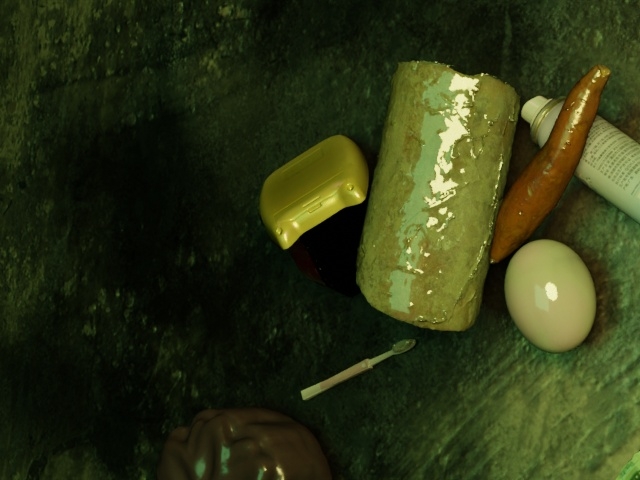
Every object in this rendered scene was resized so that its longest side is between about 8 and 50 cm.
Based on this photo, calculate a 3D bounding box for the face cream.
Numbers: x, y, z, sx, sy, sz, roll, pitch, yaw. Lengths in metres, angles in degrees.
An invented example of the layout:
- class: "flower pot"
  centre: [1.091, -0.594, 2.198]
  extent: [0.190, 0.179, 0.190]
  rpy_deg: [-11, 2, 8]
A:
- class: "face cream"
  centre: [0.324, -0.095, 1.462]
  extent: [0.229, 0.075, 0.075]
  rpy_deg: [43, 111, 31]

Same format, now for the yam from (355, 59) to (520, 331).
- class: "yam"
  centre: [0.139, -0.054, 1.539]
  extent: [0.168, 0.168, 0.304]
  rpy_deg: [14, 94, 36]

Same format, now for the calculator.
- class: "calculator"
  centre: [-0.014, -0.073, 1.642]
  extent: [0.157, 0.236, 0.033]
  rpy_deg: [-33, 111, 7]

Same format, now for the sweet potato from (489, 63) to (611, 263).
- class: "sweet potato"
  centre: [0.258, -0.078, 1.441]
  extent: [0.057, 0.057, 0.265]
  rpy_deg: [46, 121, 29]

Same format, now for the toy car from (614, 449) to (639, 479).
- class: "toy car"
  centre: [0.401, 0.304, 1.387]
  extent: [0.186, 0.058, 0.093]
  rpy_deg: [44, 110, 31]

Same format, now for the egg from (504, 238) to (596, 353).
- class: "egg"
  centre: [0.266, 0.064, 1.474]
  extent: [0.103, 0.103, 0.135]
  rpy_deg: [-24, 70, 33]

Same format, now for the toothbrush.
- class: "toothbrush"
  centre: [0.048, 0.170, 1.682]
  extent: [0.194, 0.017, 0.014]
  rpy_deg: [-31, 64, 33]

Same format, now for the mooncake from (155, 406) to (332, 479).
- class: "mooncake"
  centre: [-0.117, 0.362, 1.716]
  extent: [0.283, 0.141, 0.283]
  rpy_deg: [-5, 81, 37]

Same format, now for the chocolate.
- class: "chocolate"
  centre: [0.000, 0.000, 1.676]
  extent: [0.080, 0.125, 0.149]
  rpy_deg: [1, 91, 53]
